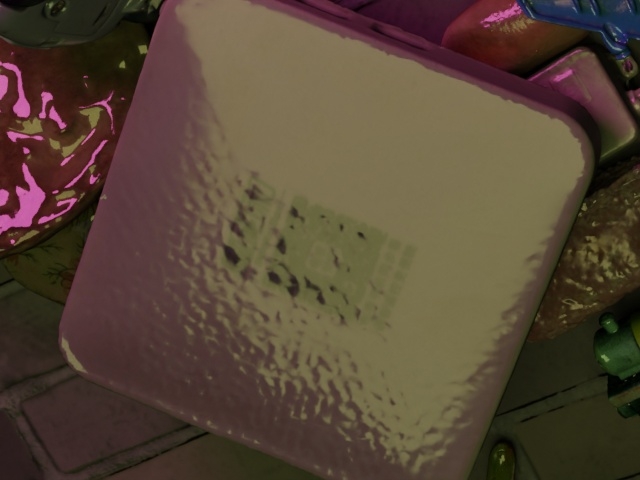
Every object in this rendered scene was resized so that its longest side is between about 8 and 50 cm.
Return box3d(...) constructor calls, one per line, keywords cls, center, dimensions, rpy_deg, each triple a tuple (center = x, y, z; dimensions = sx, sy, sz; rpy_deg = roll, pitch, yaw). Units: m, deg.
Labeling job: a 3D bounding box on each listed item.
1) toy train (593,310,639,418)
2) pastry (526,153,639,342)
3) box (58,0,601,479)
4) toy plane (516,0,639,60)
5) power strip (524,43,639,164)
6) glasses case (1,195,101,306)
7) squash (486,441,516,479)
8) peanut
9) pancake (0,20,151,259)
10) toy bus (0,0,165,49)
box3d(cls="toy train", center=(0.319, 0.079, 1.635), dimensions=(0.200, 0.083, 0.132), rpy_deg=(-29, 117, 23))
box3d(cls="pastry", center=(0.250, -0.012, 1.618), dimensions=(0.265, 0.112, 0.103), rpy_deg=(-27, 112, 34))
box3d(cls="box", center=(0.000, 0.000, 1.598), dimensions=(0.373, 0.090, 0.367), rpy_deg=(23, 108, 6))
box3d(cls="toy plane", center=(0.288, -0.207, 1.516), dimensions=(0.254, 0.105, 0.271), rpy_deg=(-32, 98, 2))
box3d(cls="power strip", center=(0.175, -0.082, 1.626), dimensions=(0.288, 0.053, 0.093), rpy_deg=(-32, 83, 24))
box3d(cls="glasses case", center=(-0.083, 0.032, 1.722), dimensions=(0.425, 0.098, 0.156), rpy_deg=(22, 107, 6))
box3d(cls="squash", center=(0.163, 0.220, 1.775), dimensions=(0.027, 0.027, 0.083), rpy_deg=(5, 111, 13))
box3d(cls="peanut", center=(0.165, -0.177, 1.588), dimensions=(0.152, 0.076, 0.076), rpy_deg=(-31, 101, 18))
box3d(cls="pancake", center=(-0.279, -0.123, 1.679), dimensions=(0.294, 0.049, 0.294), rpy_deg=(-1, 81, 7))
box3d(cls="toy bus", center=(-0.208, -0.309, 1.561), dimensions=(0.232, 0.194, 0.288), rpy_deg=(42, 110, 18))
